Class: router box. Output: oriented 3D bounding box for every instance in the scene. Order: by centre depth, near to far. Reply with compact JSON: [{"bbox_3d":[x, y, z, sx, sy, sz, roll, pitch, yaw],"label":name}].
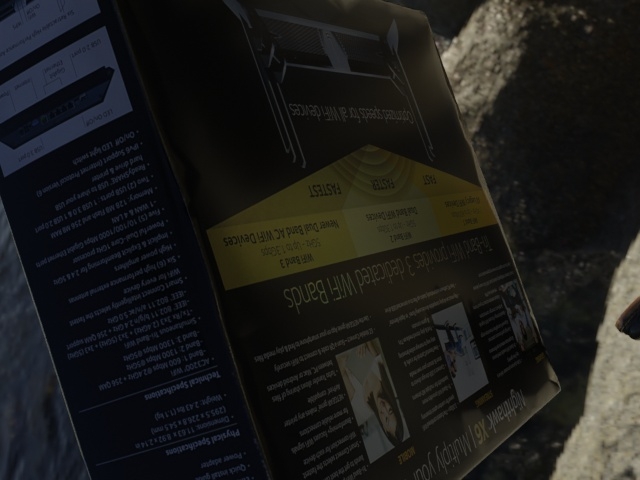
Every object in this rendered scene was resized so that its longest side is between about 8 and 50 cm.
[{"bbox_3d":[0.000,0.000,0.465,0.081,0.309,0.243,-22,84,28],"label":"router box"}]

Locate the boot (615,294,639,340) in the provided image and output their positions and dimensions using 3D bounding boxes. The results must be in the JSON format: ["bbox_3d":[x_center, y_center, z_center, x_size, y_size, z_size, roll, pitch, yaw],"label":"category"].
[{"bbox_3d":[0.342,0.050,0.763,0.219,0.082,0.106,-37,69,31],"label":"boot"}]
